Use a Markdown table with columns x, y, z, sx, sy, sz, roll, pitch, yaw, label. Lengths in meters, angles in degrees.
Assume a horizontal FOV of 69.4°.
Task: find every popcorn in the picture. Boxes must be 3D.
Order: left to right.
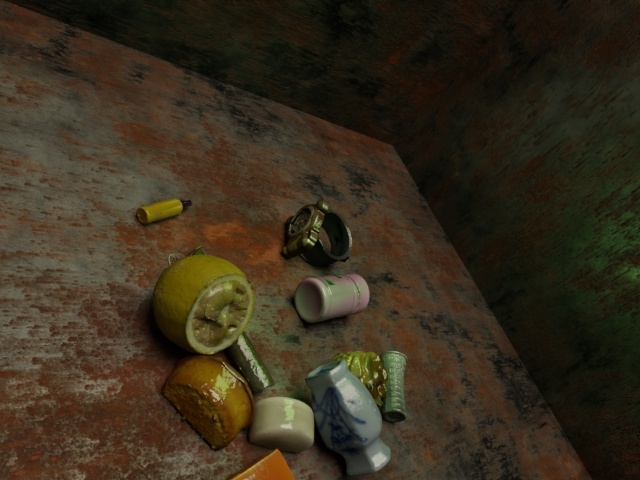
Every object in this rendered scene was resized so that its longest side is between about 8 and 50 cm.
| x | y | z | sx | sy | sz | roll | pitch | yaw | label |
| --- | --- | --- | --- | --- | --- | --- | --- | --- | --- |
| 0.166 | 0.594 | 1.959 | 0.293 | 0.237 | 0.293 | 44 | 32 | -37 | popcorn |

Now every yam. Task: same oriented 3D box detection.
| x | y | z | sx | sy | sz | roll | pitch | yaw | label |
| --- | --- | --- | --- | --- | --- | --- | --- | --- | --- |
| -0.278 | 0.465 | 1.769 | 0.106 | 0.106 | 0.259 | -12 | 62 | -51 | yam |

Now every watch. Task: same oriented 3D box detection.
| x | y | z | sx | sy | sz | roll | pitch | yaw | label |
| --- | --- | --- | --- | --- | --- | --- | --- | --- | --- |
| 0.000 | 0.000 | 2.446 | 0.327 | 0.314 | 0.335 | 37 | 48 | -28 | watch |

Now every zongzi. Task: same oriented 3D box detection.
| x | y | z | sx | sy | sz | roll | pitch | yaw | label |
| --- | --- | --- | --- | --- | --- | --- | --- | --- | --- |
| -0.501 | 0.144 | 1.886 | 0.205 | 0.094 | 0.204 | 46 | 30 | 3 | zongzi |

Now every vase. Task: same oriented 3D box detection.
| x | y | z | sx | sy | sz | roll | pitch | yaw | label |
| --- | --- | --- | --- | --- | --- | --- | --- | --- | --- |
| 0.339 | 0.677 | 2.141 | 0.143 | 0.143 | 0.299 | 29 | 39 | -20 | vase |

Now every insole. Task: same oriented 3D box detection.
| x | y | z | sx | sy | sz | roll | pitch | yaw | label |
| --- | --- | --- | --- | --- | --- | --- | --- | --- | --- |
| -0.582 | 0.133 | 1.902 | 0.065 | 0.006 | 0.193 | 3 | 51 | -44 | insole |

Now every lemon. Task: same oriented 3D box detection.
| x | y | z | sx | sy | sz | roll | pitch | yaw | label |
| --- | --- | --- | --- | --- | --- | --- | --- | --- | --- |
| -0.446 | 0.215 | 1.683 | 0.364 | 0.364 | 0.364 | 27 | 37 | -23 | lemon |

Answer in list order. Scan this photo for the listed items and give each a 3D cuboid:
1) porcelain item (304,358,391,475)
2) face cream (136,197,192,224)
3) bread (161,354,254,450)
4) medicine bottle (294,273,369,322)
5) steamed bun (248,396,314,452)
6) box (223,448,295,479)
| x | y | z | sx | sy | sz | roll | pitch | yaw | label |
| --- | --- | --- | --- | --- | --- | --- | --- | --- | --- |
| 0.100 | 0.670 | 1.758 | 0.178 | 0.242 | 0.405 | -26 | 90 | -57 | porcelain item |
| -0.674 | -0.140 | 2.038 | 0.078 | 0.078 | 0.273 | 50 | 35 | 9 | face cream |
| -0.361 | 0.519 | 1.558 | 0.340 | 0.179 | 0.194 | 45 | 35 | 4 | bread |
| 0.057 | 0.270 | 2.219 | 0.325 | 0.212 | 0.212 | -3 | 55 | -45 | medicine bottle |
| -0.125 | 0.659 | 1.660 | 0.241 | 0.164 | 0.146 | 25 | 36 | -25 | steamed bun |
| -0.159 | 0.862 | 1.429 | 0.225 | 0.143 | 0.341 | -10 | 59 | -50 | box |
